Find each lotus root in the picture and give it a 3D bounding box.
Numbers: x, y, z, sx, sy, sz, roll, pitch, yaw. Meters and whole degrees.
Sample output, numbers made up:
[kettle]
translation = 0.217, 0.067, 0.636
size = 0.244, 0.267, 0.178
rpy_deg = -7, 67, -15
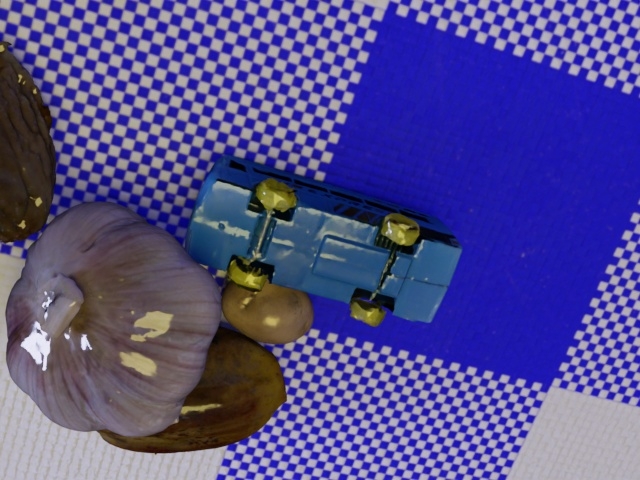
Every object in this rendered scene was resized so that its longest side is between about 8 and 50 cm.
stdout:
[lotus root]
translation = -0.197, 0.217, 1.450
size = 0.291, 0.193, 0.193
rpy_deg = -5, 113, -2

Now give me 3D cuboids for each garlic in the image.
[garlic]
translation = -0.283, 0.109, 1.287
size = 0.241, 0.322, 0.322
rpy_deg = -7, 118, -42

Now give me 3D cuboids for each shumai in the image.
[shumai]
translation = -0.517, -0.122, 1.278
size = 0.283, 0.217, 0.346
rpy_deg = -29, 104, 38

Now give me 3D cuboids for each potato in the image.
[potato]
translation = -0.077, 0.103, 1.452
size = 0.147, 0.112, 0.112
rpy_deg = 19, 108, -10

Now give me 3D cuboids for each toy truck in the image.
[toy truck]
translation = 0.000, 0.000, 1.391
size = 0.385, 0.162, 0.161
rpy_deg = 15, 109, -14
